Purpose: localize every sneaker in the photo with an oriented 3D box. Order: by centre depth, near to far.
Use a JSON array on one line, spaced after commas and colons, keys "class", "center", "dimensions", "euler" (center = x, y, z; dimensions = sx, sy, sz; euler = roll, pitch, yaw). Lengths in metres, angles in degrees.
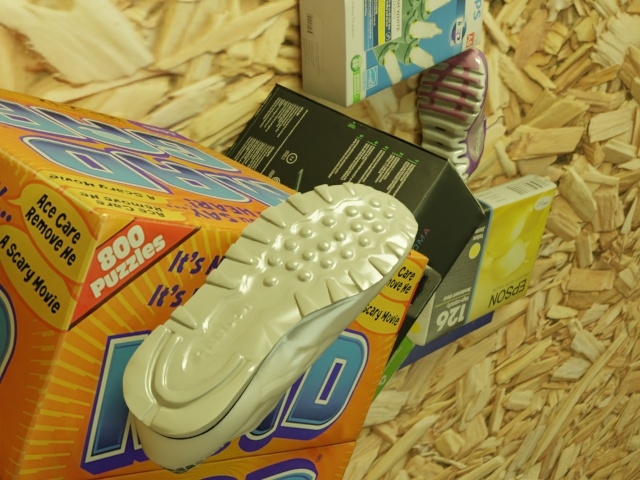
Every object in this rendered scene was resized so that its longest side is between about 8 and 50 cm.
[{"class": "sneaker", "center": [-0.028, 0.052, 0.609], "dimensions": [0.235, 0.090, 0.095], "euler": [-39, 150, -24]}, {"class": "sneaker", "center": [0.197, -0.172, 1.320], "dimensions": [0.104, 0.095, 0.236], "euler": [-36, 142, -40]}]

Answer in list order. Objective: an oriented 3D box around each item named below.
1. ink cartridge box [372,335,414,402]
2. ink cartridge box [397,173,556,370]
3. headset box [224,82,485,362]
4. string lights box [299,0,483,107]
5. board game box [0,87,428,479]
[{"class": "ink cartridge box", "center": [-0.037, 0.173, 1.180], "dimensions": [0.255, 0.189, 0.097], "euler": [-53, 145, -8]}, {"class": "ink cartridge box", "center": [0.258, 0.063, 1.565], "dimensions": [0.303, 0.072, 0.307], "euler": [-19, 125, -43]}, {"class": "headset box", "center": [0.006, -0.004, 1.031], "dimensions": [0.246, 0.283, 0.131], "euler": [-56, 143, -8]}, {"class": "string lights box", "center": [0.092, -0.272, 1.130], "dimensions": [0.260, 0.077, 0.133], "euler": [-30, 133, -35]}, {"class": "board game box", "center": [-0.199, 0.096, 0.786], "dimensions": [0.356, 0.356, 0.356], "euler": [8, 105, -52]}]
